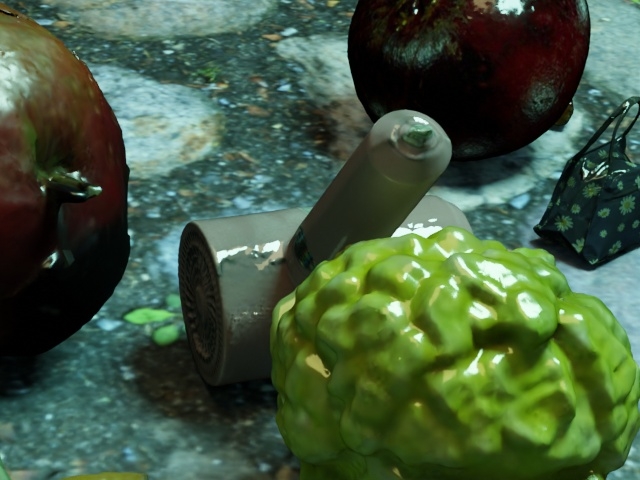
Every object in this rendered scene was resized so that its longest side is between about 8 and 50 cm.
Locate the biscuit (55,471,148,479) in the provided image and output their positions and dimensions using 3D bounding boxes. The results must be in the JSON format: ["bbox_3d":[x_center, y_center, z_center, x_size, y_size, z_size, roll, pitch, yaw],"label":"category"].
[{"bbox_3d":[-0.164,0.213,1.128,0.144,0.033,0.224,-1,28,-6],"label":"biscuit"}]

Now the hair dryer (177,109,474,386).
[{"bbox_3d":[0.039,-0.003,1.264,0.210,0.352,0.125,-7,72,-19],"label":"hair dryer"}]

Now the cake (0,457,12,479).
[{"bbox_3d":[-0.187,0.168,1.027,0.172,0.158,0.284,1,35,11],"label":"cake"}]

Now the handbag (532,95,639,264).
[{"bbox_3d":[0.252,-0.059,1.543,0.115,0.139,0.072,-22,45,-38],"label":"handbag"}]

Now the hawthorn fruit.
[{"bbox_3d":[-0.284,-0.041,1.334,0.316,0.316,0.316,2,29,-1],"label":"hawthorn fruit"}]

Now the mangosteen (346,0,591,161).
[{"bbox_3d":[0.157,-0.174,1.706,0.235,0.235,0.261,33,-1,43],"label":"mangosteen"}]

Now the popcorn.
[{"bbox_3d":[0.083,0.105,1.148,0.259,0.259,0.212,4,66,4],"label":"popcorn"}]
